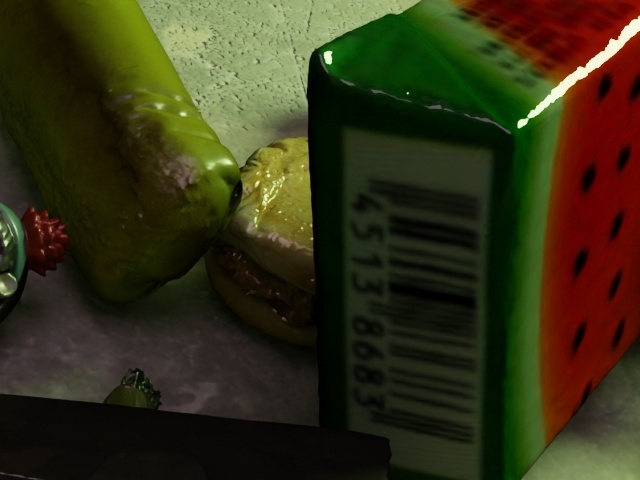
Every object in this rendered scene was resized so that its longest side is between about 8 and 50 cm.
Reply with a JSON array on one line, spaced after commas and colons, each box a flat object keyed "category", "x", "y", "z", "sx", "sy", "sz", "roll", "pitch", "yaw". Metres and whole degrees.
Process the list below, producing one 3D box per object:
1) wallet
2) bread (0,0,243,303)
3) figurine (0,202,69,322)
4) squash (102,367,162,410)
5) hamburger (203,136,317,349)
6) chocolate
[{"category": "wallet", "x": -0.105, "y": 0.148, "z": 1.001, "sx": 0.310, "sy": 0.042, "sz": 0.165, "roll": 7, "pitch": 11, "yaw": 1}, {"category": "bread", "x": -0.201, "y": -0.113, "z": 1.309, "sx": 0.112, "sy": 0.166, "sz": 0.383, "roll": 28, "pitch": 22, "yaw": -46}, {"category": "figurine", "x": -0.287, "y": 0.059, "z": 1.121, "sx": 0.138, "sy": 0.110, "sz": 0.245, "roll": 19, "pitch": 42, "yaw": -2}, {"category": "squash", "x": -0.144, "y": 0.165, "z": 1.088, "sx": 0.052, "sy": 0.052, "sz": 0.183, "roll": 12, "pitch": 40, "yaw": -8}, {"category": "hamburger", "x": -0.002, "y": 0.000, "z": 1.303, "sx": 0.214, "sy": 0.108, "sz": 0.213, "roll": 11, "pitch": 39, "yaw": -9}, {"category": "chocolate", "x": 0.138, "y": -0.017, "z": 1.157, "sx": 0.161, "sy": 0.360, "sz": 0.341, "roll": 16, "pitch": 33, "yaw": 29}]
